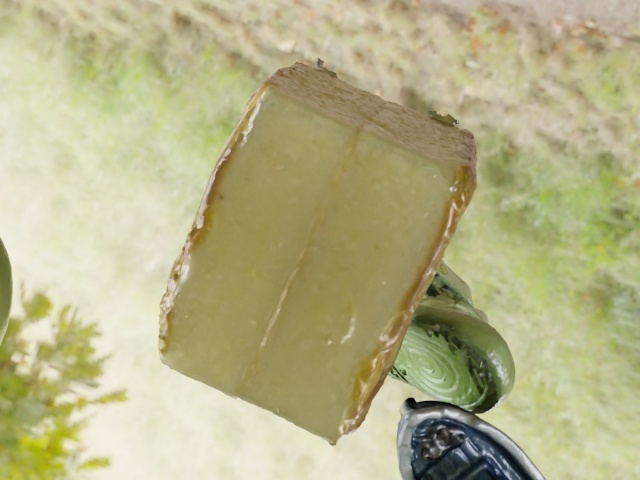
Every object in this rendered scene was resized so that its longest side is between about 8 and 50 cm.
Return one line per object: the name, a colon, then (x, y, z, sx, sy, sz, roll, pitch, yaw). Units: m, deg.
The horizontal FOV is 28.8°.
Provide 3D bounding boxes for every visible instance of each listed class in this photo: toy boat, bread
toy boat: (0.171, 0.272, 1.258, 0.309, 0.129, 0.142, 52, -179, -23)
bread: (0.000, 0.000, 1.119, 0.207, 0.279, 0.279, 25, -163, 1)

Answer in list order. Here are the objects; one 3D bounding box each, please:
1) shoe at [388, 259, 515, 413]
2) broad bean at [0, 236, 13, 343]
shoe: (0.115, 0.088, 1.349, 0.140, 0.128, 0.262, 46, 160, -26)
broad bean: (-0.296, 0.025, 0.729, 0.121, 0.189, 0.263, 32, -177, 31)
